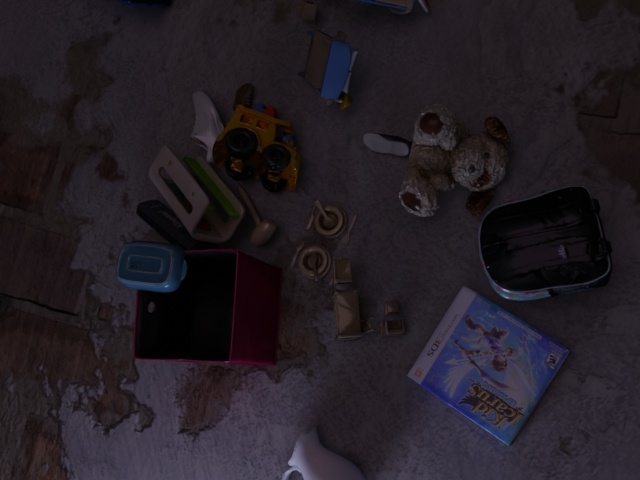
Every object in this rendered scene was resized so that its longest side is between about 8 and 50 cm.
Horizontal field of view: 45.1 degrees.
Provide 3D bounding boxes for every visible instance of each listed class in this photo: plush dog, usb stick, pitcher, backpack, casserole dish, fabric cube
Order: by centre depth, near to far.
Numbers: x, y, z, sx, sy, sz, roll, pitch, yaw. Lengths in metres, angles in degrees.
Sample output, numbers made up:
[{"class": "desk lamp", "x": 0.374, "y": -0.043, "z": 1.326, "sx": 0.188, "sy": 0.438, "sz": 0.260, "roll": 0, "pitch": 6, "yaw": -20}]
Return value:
[{"class": "backpack", "x": 0.466, "y": 0.016, "z": 1.638, "sx": 0.253, "sy": 0.191, "sz": 0.225, "roll": -13, "pitch": 73, "yaw": 10}, {"class": "pitcher", "x": 0.007, "y": 0.556, "z": 1.752, "sx": 0.207, "sy": 0.125, "sz": 0.178, "roll": 41, "pitch": 116, "yaw": 32}, {"class": "casserole dish", "x": -0.393, "y": 0.056, "z": 1.753, "sx": 0.188, "sy": 0.037, "sz": 0.114, "roll": 5, "pitch": 81, "yaw": 22}, {"class": "plush dog", "x": 0.317, "y": -0.184, "z": 1.763, "sx": 0.225, "sy": 0.210, "sz": 0.263, "roll": 14, "pitch": 113, "yaw": 8}, {"class": "fabric cube", "x": -0.262, "y": 0.166, "z": 1.842, "sx": 0.259, "sy": 0.258, "sz": 0.254, "roll": -1, "pitch": 80, "yaw": 20}, {"class": "usb stick", "x": -0.382, "y": -0.033, "z": 1.991, "sx": 0.077, "sy": 0.045, "sz": 0.278, "roll": -26, "pitch": 43, "yaw": -31}]

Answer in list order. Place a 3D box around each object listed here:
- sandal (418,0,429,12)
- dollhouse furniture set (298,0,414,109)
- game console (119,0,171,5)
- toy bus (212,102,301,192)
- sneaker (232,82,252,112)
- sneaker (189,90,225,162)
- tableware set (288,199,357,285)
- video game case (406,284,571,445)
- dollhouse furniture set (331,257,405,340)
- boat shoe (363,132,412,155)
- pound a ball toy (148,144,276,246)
[{"class": "sandal", "x": 0.252, "y": -0.696, "z": 1.904, "sx": 0.076, "sy": 0.102, "sz": 0.265, "roll": -15, "pitch": 73, "yaw": 20}, {"class": "dollhouse furniture set", "x": 0.067, "y": -0.503, "z": 1.949, "sx": 0.286, "sy": 0.198, "sz": 0.304, "roll": -131, "pitch": 50, "yaw": -59}, {"class": "game console", "x": -0.548, "y": -0.792, "z": 2.186, "sx": 0.293, "sy": 0.250, "sz": 0.173, "roll": 27, "pitch": 116, "yaw": 23}, {"class": "toy bus", "x": -0.136, "y": -0.252, "z": 1.943, "sx": 0.220, "sy": 0.149, "sz": 0.212, "roll": 20, "pitch": 63, "yaw": 3}, {"class": "sneaker", "x": -0.198, "y": -0.359, "z": 2.042, "sx": 0.042, "sy": 0.067, "sz": 0.119, "roll": -3, "pitch": 49, "yaw": 22}, {"class": "sneaker", "x": -0.308, "y": -0.300, "z": 2.031, "sx": 0.094, "sy": 0.080, "sz": 0.212, "roll": -24, "pitch": 72, "yaw": -11}, {"class": "tableware set", "x": 0.000, "y": 0.000, "z": 1.894, "sx": 0.128, "sy": 0.039, "sz": 0.194, "roll": 20, "pitch": 87, "yaw": 22}, {"class": "video game case", "x": 0.367, "y": 0.271, "z": 1.696, "sx": 0.269, "sy": 0.061, "sz": 0.244, "roll": 32, "pitch": 93, "yaw": 22}, {"class": "dollhouse furniture set", "x": 0.110, "y": 0.139, "z": 1.819, "sx": 0.160, "sy": 0.101, "sz": 0.182, "roll": -3, "pitch": 77, "yaw": -5}, {"class": "boat shoe", "x": 0.166, "y": -0.240, "z": 1.881, "sx": 0.125, "sy": 0.038, "sz": 0.046, "roll": 15, "pitch": 127, "yaw": 27}, {"class": "pound a ball toy", "x": -0.283, "y": -0.089, "z": 1.957, "sx": 0.319, "sy": 0.208, "sz": 0.136, "roll": 48, "pitch": 114, "yaw": 38}]
